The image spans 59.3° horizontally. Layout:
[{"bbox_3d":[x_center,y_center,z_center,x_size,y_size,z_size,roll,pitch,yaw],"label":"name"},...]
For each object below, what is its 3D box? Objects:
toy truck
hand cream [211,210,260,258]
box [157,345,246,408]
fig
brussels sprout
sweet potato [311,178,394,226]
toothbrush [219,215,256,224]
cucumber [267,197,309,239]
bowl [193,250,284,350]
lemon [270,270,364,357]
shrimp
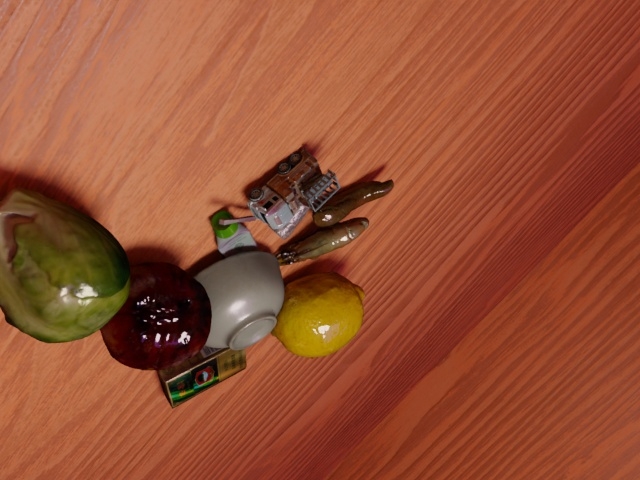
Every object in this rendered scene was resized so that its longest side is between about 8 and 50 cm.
[{"bbox_3d":[-0.060,-0.100,1.209,0.177,0.115,0.080,-44,149,-10],"label":"toy truck"},{"bbox_3d":[-0.192,0.020,1.313,0.078,0.050,0.275,-11,152,4],"label":"hand cream"},{"bbox_3d":[-0.322,0.348,1.550,0.240,0.071,0.159,-25,148,-24],"label":"box"},{"bbox_3d":[-0.340,0.163,1.171,0.223,0.224,0.263,-21,145,-29],"label":"fig"},{"bbox_3d":[-0.436,0.042,0.916,0.210,0.219,0.271,-32,128,3],"label":"brussels sprout"},{"bbox_3d":[0.076,-0.098,1.410,0.232,0.081,0.062,-27,119,-18],"label":"sweet potato"},{"bbox_3d":[-0.157,-0.049,1.225,0.194,0.014,0.017,-19,117,-62],"label":"toothbrush"},{"bbox_3d":[-0.071,-0.058,1.317,0.112,0.064,0.064,-49,148,8],"label":"cucumber"},{"bbox_3d":[-0.196,0.170,1.355,0.289,0.146,0.289,-27,153,-15],"label":"bowl"},{"bbox_3d":[-0.004,0.202,1.556,0.288,0.234,0.234,-26,146,-16],"label":"lemon"},{"bbox_3d":[0.000,0.001,1.439,0.267,0.145,0.061,-29,104,4],"label":"shrimp"}]
